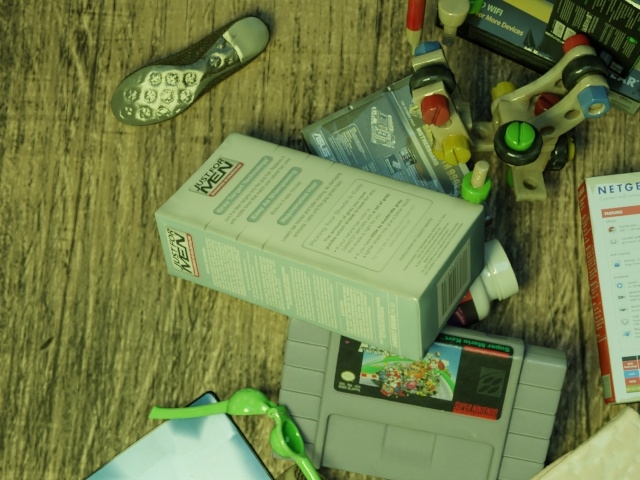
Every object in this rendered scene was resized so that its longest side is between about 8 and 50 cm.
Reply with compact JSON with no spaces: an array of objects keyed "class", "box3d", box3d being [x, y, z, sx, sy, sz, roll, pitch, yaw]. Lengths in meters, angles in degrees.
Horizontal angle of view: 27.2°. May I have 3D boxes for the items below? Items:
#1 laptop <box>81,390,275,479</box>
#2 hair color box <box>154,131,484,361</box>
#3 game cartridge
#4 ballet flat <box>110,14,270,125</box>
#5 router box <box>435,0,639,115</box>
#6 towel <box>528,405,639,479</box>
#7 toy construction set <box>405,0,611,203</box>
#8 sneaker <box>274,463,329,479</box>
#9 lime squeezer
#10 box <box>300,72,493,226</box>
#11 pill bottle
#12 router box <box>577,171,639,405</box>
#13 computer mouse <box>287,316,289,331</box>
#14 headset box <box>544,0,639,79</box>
[{"class":"laptop","box3d":[-0.215,0.456,1.654,0.236,0.408,0.382,-42,79,30]},{"class":"hair color box","box3d":[0.000,0.000,1.671,0.374,0.114,0.185,18,48,25]},{"class":"game cartridge","box3d":[0.122,0.210,1.699,0.355,0.068,0.230,10,120,5]},{"class":"ballet flat","box3d":[-0.180,-0.239,1.849,0.250,0.058,0.084,-32,102,4]},{"class":"router box","box3d":[0.346,-0.348,1.814,0.308,0.081,0.243,25,83,7]},{"class":"towel","box3d":[0.370,0.427,1.679,0.317,0.053,0.332,-38,93,-4]},{"class":"toy construction set","box3d":[0.211,-0.176,1.729,0.257,0.237,0.309,-26,63,-16]},{"class":"sneaker","box3d":[0.015,0.371,1.740,0.188,0.066,0.071,45,126,-4]},{"class":"lime squeezer","box3d":[-0.075,0.258,1.687,0.310,0.059,0.110,30,85,17]},{"class":"box","box3d":[0.103,-0.087,1.801,0.183,0.056,0.231,-27,81,-2]},{"class":"pill bottle","box3d":[0.158,0.071,1.747,0.193,0.108,0.108,-23,81,0]},{"class":"router box","box3d":[0.529,0.051,1.741,0.335,0.082,0.301,-6,81,3]},{"class":"computer mouse","box3d":[-0.013,0.082,1.792,0.106,0.042,0.193,2,76,-1]},{"class":"headset box","box3d":[0.419,-0.380,1.650,0.131,0.246,0.283,33,83,8]}]
